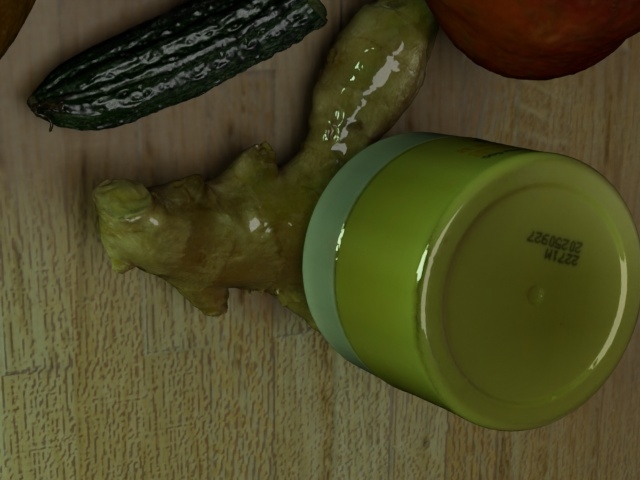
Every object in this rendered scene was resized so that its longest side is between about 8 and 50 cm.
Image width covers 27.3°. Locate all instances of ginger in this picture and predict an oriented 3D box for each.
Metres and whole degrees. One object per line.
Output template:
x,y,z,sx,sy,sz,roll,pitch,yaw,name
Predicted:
-0.002,0.007,1.166,0.348,0.122,0.363,-26,121,-13,ginger

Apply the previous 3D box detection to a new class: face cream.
0.121,0.027,1.065,0.218,0.179,0.218,-5,102,-27,face cream

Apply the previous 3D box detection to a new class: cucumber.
-0.111,-0.153,1.082,0.265,0.077,0.077,-30,116,-11,cucumber

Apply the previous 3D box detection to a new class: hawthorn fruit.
0.167,-0.292,1.063,0.307,0.265,0.265,38,88,-15,hawthorn fruit

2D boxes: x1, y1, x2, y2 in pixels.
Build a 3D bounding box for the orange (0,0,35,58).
-0.344,-0.199,0.826,0.357,0.322,0.322,-35,117,-18,orange
